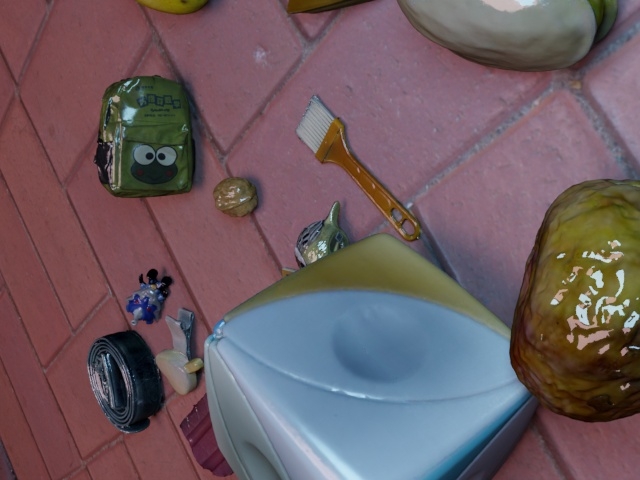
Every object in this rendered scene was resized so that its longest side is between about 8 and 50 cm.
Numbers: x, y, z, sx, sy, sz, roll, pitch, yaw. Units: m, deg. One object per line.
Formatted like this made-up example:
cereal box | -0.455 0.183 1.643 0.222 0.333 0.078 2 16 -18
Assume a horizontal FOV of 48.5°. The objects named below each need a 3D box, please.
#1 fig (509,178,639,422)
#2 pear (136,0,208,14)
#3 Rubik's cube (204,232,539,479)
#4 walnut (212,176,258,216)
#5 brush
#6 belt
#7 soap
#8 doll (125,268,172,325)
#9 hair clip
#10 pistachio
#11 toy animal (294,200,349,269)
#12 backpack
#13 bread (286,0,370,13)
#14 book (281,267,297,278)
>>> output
fig | 0.404 0.082 0.785 0.368 0.286 0.286 9 110 19
pear | -0.275 -0.509 1.319 0.178 0.267 0.267 49 136 -10
Rubik's cube | 0.064 0.245 1.024 0.347 0.352 0.352 44 145 30
walnut | -0.167 -0.085 1.404 0.096 0.082 0.079 3 132 43
brush | 0.065 -0.115 1.207 0.314 0.017 0.090 50 134 22
belt | -0.514 0.371 1.857 0.206 0.116 0.268 -33 76 40
soap | -0.184 0.397 1.539 0.182 0.112 0.289 53 133 19
doll | -0.424 0.147 1.739 0.096 0.070 0.195 33 126 -4
hair clip | -0.324 0.276 1.682 0.159 0.071 0.219 21 121 37
pistachio | 0.218 -0.299 0.897 0.288 0.166 0.197 34 148 28
toy animal | 0.000 0.000 1.255 0.098 0.098 0.137 -2 84 45
backpack | -0.363 -0.215 1.477 0.140 0.207 0.253 18 108 54
bread | 0.023 -0.376 1.126 0.139 0.074 0.084 38 126 29
book | -0.028 0.144 1.379 0.118 0.012 0.172 11 110 42
